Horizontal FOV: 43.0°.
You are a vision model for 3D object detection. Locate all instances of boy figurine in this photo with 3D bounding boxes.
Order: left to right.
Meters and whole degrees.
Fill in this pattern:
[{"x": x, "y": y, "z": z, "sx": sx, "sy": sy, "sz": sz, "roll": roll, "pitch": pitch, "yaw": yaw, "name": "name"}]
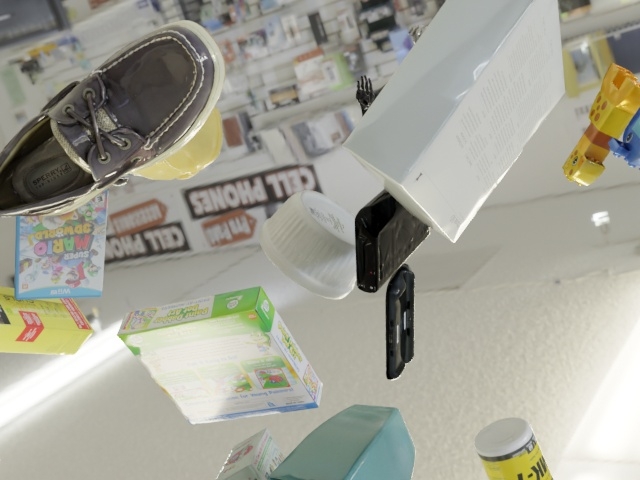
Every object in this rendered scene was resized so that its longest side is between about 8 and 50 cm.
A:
[{"x": -0.243, "y": -0.132, "z": 1.134, "sx": 0.177, "sy": 0.092, "sz": 0.285, "roll": 16, "pitch": 165, "yaw": -41, "name": "boy figurine"}]

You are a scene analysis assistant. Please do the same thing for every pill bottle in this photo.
[{"x": 0.398, "y": 0.470, "z": 1.617, "sx": 0.119, "sy": 0.208, "sz": 0.119, "roll": -24, "pitch": -169, "yaw": 5, "name": "pill bottle"}]

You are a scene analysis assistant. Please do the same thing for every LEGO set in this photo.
[{"x": 0.249, "y": -0.068, "z": 0.641, "sx": 0.087, "sy": 0.093, "sz": 0.227, "roll": 22, "pitch": -153, "yaw": -10, "name": "LEGO set"}]

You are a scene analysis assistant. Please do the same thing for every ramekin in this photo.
[{"x": 0.000, "y": 0.000, "z": 1.502, "sx": 0.109, "sy": 0.207, "sz": 0.207, "roll": -53, "pitch": 180, "yaw": 22, "name": "ramekin"}]

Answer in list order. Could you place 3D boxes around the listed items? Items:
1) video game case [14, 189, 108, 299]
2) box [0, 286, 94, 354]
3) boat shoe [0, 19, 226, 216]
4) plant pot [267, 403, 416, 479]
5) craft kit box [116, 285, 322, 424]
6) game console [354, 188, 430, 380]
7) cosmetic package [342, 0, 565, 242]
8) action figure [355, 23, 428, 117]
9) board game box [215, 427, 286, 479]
[{"x": -0.360, "y": 0.003, "z": 1.128, "sx": 0.119, "sy": 0.166, "sz": 0.015, "roll": -1, "pitch": -157, "yaw": -25, "name": "video game case"}, {"x": -0.446, "y": 0.118, "z": 1.196, "sx": 0.058, "sy": 0.087, "sz": 0.232, "roll": -47, "pitch": 154, "yaw": 11, "name": "box"}, {"x": -0.207, "y": -0.097, "z": 0.750, "sx": 0.285, "sy": 0.103, "sz": 0.092, "roll": -28, "pitch": -171, "yaw": 28, "name": "boat shoe"}, {"x": 0.060, "y": 0.409, "z": 1.448, "sx": 0.166, "sy": 0.165, "sz": 0.234, "roll": -5, "pitch": -152, "yaw": 39, "name": "plant pot"}, {"x": -0.158, "y": 0.194, "z": 1.312, "sx": 0.250, "sy": 0.246, "sz": 0.061, "roll": -12, "pitch": -138, "yaw": 20, "name": "craft kit box"}, {"x": 0.122, "y": 0.076, "z": 1.351, "sx": 0.044, "sy": 0.361, "sz": 0.213, "roll": 12, "pitch": -149, "yaw": 28, "name": "game console"}, {"x": 0.194, "y": -0.164, "z": 1.060, "sx": 0.284, "sy": 0.097, "sz": 0.377, "roll": -56, "pitch": 159, "yaw": 1, "name": "cosmetic package"}, {"x": 0.200, "y": -0.282, "z": 1.414, "sx": 0.276, "sy": 0.141, "sz": 0.164, "roll": -32, "pitch": -122, "yaw": -33, "name": "action figure"}, {"x": -0.084, "y": 0.570, "z": 1.689, "sx": 0.097, "sy": 0.303, "sz": 0.224, "roll": -31, "pitch": -178, "yaw": 7, "name": "board game box"}]
